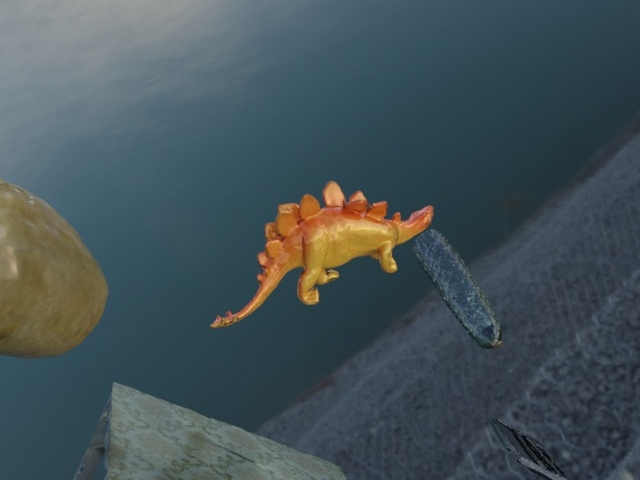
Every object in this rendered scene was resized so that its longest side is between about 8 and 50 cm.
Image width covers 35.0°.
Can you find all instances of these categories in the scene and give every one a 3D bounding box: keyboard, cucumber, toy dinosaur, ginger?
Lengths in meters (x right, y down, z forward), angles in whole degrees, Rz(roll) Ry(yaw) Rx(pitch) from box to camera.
[{"bbox_3d":[0.276,0.282,1.364,0.017,0.087,0.250,-63,-1,2],"label":"keyboard"},{"bbox_3d":[0.225,0.085,1.621,0.067,0.067,0.293,-25,38,-3],"label":"cucumber"},{"bbox_3d":[0.000,0.000,1.085,0.288,0.117,0.070,-20,22,-21],"label":"toy dinosaur"},{"bbox_3d":[-0.249,0.024,0.721,0.138,0.152,0.267,35,22,22],"label":"ginger"}]

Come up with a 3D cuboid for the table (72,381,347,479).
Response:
[{"bbox_3d":[-0.104,0.310,0.731,0.272,0.222,0.335,-65,12,5],"label":"table"}]
